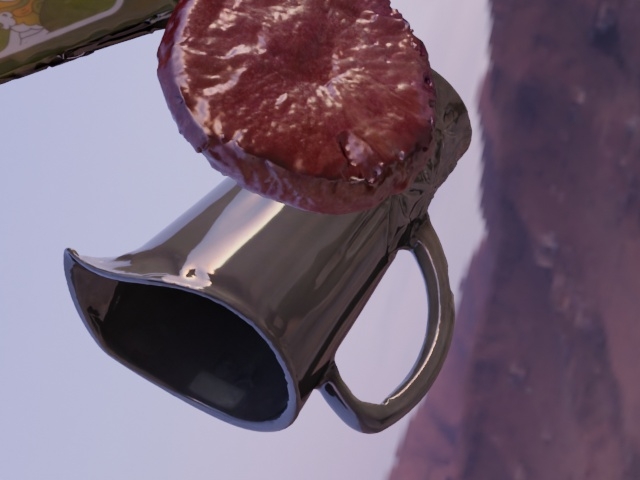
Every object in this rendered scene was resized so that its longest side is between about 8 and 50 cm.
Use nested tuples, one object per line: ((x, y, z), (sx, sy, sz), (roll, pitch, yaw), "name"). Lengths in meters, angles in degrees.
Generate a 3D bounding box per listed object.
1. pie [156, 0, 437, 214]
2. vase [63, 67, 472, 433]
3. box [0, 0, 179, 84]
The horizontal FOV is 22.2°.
((-0.011, -0.080, 0.832), (0.036, 0.154, 0.154), (119, 172, -56), "pie")
((0.000, 0.000, 1.158), (0.301, 0.251, 0.156), (-49, -1, -33), "vase")
((-0.332, -0.264, 1.102), (0.420, 0.373, 0.138), (65, -172, -52), "box")
